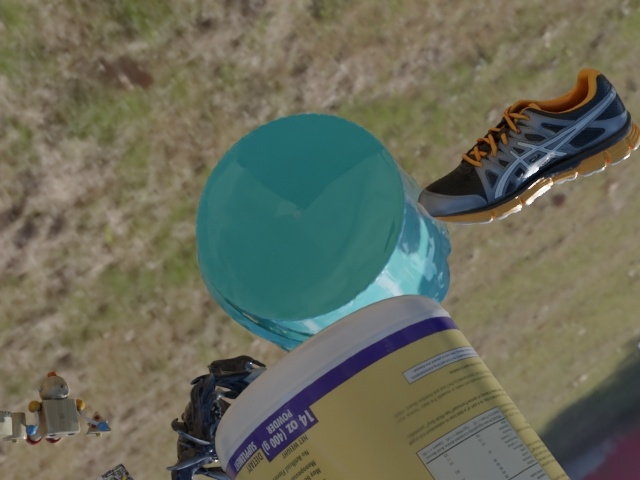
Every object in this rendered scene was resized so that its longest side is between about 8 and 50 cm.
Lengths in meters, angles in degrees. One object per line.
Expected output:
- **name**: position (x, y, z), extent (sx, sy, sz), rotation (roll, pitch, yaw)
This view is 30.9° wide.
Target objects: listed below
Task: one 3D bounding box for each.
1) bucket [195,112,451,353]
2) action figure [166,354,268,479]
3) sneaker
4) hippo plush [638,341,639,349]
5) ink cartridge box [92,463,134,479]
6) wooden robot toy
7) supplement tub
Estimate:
- **bucket**: position (0.000, 0.000, 1.317), extent (0.281, 0.281, 0.183), rotation (-38, 154, 3)
- **action figure**: position (-0.109, 0.230, 1.463), extent (0.275, 0.141, 0.164), rotation (-57, 156, -78)
- **sneaker**: position (0.180, -0.083, 1.049), extent (0.215, 0.083, 0.084), rotation (-27, -158, -5)
- **hippo plush**: position (0.624, 0.225, 1.566), extent (0.234, 0.294, 0.236), rotation (-11, 162, -13)
- **ink cartridge box**: position (-0.263, 0.361, 1.553), extent (0.063, 0.115, 0.029), rotation (-29, 146, -24)
- **wooden robot toy**: position (-0.325, 0.196, 1.364), extent (0.173, 0.079, 0.076), rotation (5, 158, -39)
- **supplement tub**: position (0.090, 0.237, 0.967), extent (0.241, 0.331, 0.241), rotation (-31, 161, -12)
